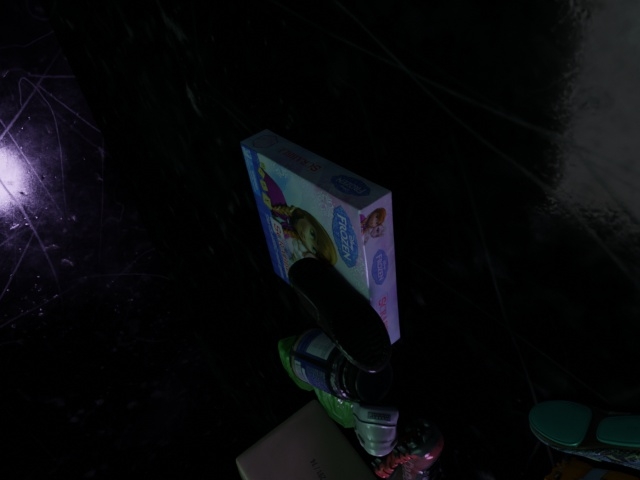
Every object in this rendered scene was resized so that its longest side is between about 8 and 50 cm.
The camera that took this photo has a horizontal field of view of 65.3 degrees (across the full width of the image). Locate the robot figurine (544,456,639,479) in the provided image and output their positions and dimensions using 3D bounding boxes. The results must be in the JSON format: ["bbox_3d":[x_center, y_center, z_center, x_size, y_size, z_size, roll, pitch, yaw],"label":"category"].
[{"bbox_3d":[0.393,0.345,0.529,0.211,0.085,0.291,62,156,-9],"label":"robot figurine"}]

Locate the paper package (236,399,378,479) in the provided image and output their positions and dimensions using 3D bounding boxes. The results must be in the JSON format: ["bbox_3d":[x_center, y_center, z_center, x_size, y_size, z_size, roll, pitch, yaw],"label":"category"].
[{"bbox_3d":[-0.039,0.695,1.461,0.325,0.309,0.168,49,154,21],"label":"paper package"}]

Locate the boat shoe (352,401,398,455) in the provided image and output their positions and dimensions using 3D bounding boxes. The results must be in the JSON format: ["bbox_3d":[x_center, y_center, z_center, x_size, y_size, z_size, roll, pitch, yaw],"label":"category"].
[{"bbox_3d":[0.111,0.366,0.978,0.267,0.096,0.088,91,-175,-75],"label":"boat shoe"}]

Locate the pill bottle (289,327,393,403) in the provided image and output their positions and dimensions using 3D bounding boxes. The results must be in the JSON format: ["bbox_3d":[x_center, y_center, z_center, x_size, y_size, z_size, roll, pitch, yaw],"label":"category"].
[{"bbox_3d":[0.040,0.256,1.026,0.219,0.123,0.122,4,122,54],"label":"pill bottle"}]

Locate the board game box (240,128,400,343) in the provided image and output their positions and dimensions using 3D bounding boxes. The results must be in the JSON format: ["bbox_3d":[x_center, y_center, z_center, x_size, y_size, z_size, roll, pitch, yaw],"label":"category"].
[{"bbox_3d":[0.000,0.000,0.881,0.318,0.066,0.318,34,146,42],"label":"board game box"}]

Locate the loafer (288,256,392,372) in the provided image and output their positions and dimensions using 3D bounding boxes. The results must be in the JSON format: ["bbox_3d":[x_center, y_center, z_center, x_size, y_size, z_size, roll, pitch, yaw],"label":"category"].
[{"bbox_3d":[0.033,0.120,0.804,0.220,0.080,0.078,51,164,25],"label":"loafer"}]

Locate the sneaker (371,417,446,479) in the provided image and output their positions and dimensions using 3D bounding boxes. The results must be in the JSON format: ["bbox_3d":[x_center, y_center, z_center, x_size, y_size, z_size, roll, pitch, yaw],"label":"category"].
[{"bbox_3d":[0.198,0.442,0.990,0.135,0.098,0.276,41,147,17],"label":"sneaker"}]

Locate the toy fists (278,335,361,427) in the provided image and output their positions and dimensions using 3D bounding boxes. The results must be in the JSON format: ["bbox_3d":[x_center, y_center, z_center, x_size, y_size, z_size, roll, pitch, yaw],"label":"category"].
[{"bbox_3d":[-0.001,0.336,1.240,0.279,0.096,0.142,34,156,39],"label":"toy fists"}]

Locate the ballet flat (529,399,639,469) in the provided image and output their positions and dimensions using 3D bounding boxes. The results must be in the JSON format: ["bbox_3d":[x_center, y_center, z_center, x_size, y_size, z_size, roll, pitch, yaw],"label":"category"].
[{"bbox_3d":[0.319,0.224,0.560,0.070,0.070,0.188,59,159,-2],"label":"ballet flat"}]
